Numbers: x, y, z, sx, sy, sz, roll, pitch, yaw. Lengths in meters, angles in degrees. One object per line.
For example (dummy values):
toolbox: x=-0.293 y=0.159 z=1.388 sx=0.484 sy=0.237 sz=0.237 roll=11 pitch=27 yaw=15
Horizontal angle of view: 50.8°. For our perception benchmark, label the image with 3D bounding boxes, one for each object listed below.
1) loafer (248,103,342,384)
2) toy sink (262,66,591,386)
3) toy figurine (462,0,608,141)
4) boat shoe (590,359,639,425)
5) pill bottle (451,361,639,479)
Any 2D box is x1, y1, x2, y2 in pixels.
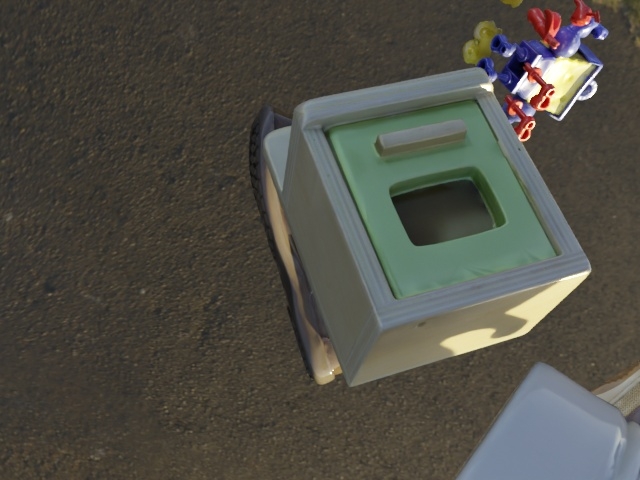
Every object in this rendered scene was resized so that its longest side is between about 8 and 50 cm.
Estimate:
loafer: x=0.000 y=0.000 z=0.861 sx=0.130 sy=0.134 sz=0.366 roll=-16 pitch=110 yaw=-6
toy sink: x=0.061 y=-0.036 z=0.505 sx=0.153 sy=0.131 sz=0.234 roll=-13 pitch=64 yaw=-14
toy figurine: x=0.332 y=-0.211 z=1.014 sx=0.217 sy=0.362 sz=0.191 roll=4 pitch=41 yaw=-31
boat shoe: x=0.386 y=0.187 z=0.779 sx=0.285 sy=0.103 sz=0.092 roll=-32 pitch=64 yaw=-1
pill bottle: x=0.208 y=0.230 z=0.304 sx=0.361 sy=0.204 sz=0.204 roll=34 pitch=57 yaw=20
